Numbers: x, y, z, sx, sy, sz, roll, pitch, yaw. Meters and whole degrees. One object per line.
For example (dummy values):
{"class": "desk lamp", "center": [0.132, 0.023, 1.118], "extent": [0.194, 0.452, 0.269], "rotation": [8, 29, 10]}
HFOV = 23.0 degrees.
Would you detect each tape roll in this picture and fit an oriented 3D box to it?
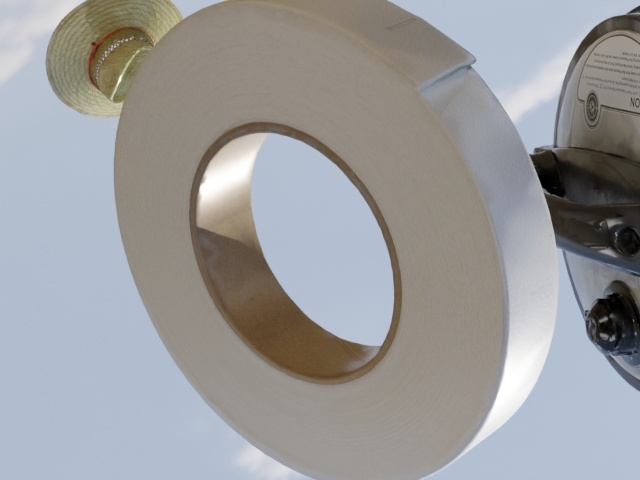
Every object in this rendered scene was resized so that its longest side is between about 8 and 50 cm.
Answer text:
{"class": "tape roll", "center": [0.000, 0.000, 1.189], "extent": [0.392, 0.392, 0.072], "rotation": [-15, -170, 46]}

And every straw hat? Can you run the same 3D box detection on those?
{"class": "straw hat", "center": [-0.185, -0.166, 1.494], "extent": [0.144, 0.144, 0.061], "rotation": [-39, -139, 2]}

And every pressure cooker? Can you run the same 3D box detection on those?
{"class": "pressure cooker", "center": [0.393, -0.041, 1.402], "extent": [0.420, 0.370, 0.375], "rotation": [-8, -120, -14]}
